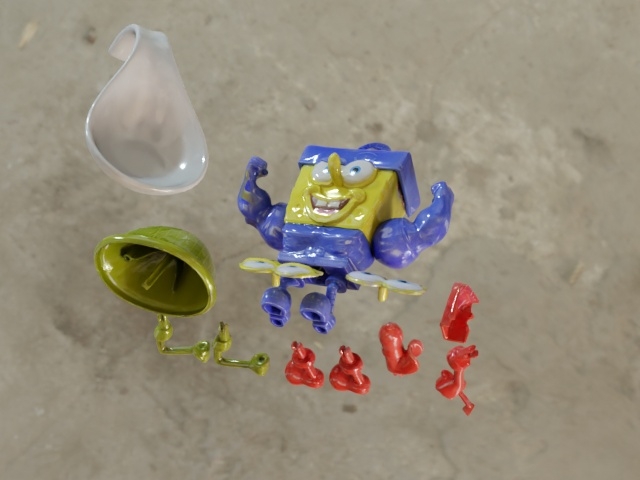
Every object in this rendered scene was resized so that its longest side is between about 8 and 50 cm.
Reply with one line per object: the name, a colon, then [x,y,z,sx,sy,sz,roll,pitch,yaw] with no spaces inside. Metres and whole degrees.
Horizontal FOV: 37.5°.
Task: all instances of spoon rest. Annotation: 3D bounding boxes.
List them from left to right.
spoon rest: [-0.198,-0.156,1.058,0.084,0.137,0.276,-57,34,37]

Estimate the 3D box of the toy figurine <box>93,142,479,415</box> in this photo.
toy figurine: [0.000,0.000,0.880,0.363,0.191,0.217,6,54,28]
